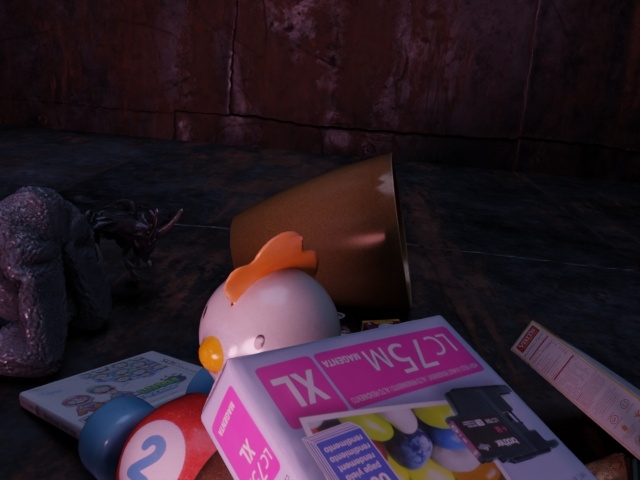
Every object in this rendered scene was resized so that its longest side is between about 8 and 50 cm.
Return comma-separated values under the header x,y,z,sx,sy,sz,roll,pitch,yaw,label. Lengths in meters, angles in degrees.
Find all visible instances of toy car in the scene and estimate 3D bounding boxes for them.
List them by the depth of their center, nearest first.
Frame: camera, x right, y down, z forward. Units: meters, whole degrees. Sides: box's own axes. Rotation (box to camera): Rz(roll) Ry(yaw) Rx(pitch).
x,y,z,sx,sy,sz,roll,pitch,yaw,label
-0.059,0.107,0.494,0.219,0.237,0.210,18,21,39,toy car

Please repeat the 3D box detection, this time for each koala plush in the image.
x,y,z,sx,sy,sz,roll,pitch,yaw,label
-0.399,0.042,0.743,0.222,0.203,0.196,-5,15,8,koala plush

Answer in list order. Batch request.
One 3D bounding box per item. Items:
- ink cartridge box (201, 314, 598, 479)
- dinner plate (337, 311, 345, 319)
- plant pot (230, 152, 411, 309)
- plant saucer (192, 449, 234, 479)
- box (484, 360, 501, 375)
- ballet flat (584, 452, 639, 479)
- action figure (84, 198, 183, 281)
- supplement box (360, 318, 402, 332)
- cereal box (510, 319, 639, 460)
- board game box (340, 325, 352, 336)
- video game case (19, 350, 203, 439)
x,y,z,sx,sy,sz,roll,pitch,yaw,label
0.091,0.171,0.317,0.186,0.065,0.311,-4,43,-39,ink cartridge box
-0.037,0.108,0.841,0.141,0.017,0.141,-2,-1,0,dinner plate
0.000,0.000,0.955,0.255,0.237,0.237,-7,15,9,plant pot
0.011,0.192,0.366,0.199,0.036,0.198,16,50,-21,plant saucer
0.110,0.155,0.673,0.116,0.029,0.162,30,33,26,box
0.219,0.236,0.476,0.067,0.073,0.206,-20,1,26,ballet flat
-0.318,0.013,0.923,0.276,0.140,0.164,-4,8,30,action figure
0.089,0.135,0.788,0.055,0.043,0.083,0,17,-21,supplement box
0.307,0.175,0.584,0.173,0.047,0.240,32,6,-20,cereal box
0.007,0.137,0.797,0.090,0.020,0.090,-2,18,-21,board game box
-0.199,0.153,0.637,0.143,0.019,0.157,5,12,42,video game case
